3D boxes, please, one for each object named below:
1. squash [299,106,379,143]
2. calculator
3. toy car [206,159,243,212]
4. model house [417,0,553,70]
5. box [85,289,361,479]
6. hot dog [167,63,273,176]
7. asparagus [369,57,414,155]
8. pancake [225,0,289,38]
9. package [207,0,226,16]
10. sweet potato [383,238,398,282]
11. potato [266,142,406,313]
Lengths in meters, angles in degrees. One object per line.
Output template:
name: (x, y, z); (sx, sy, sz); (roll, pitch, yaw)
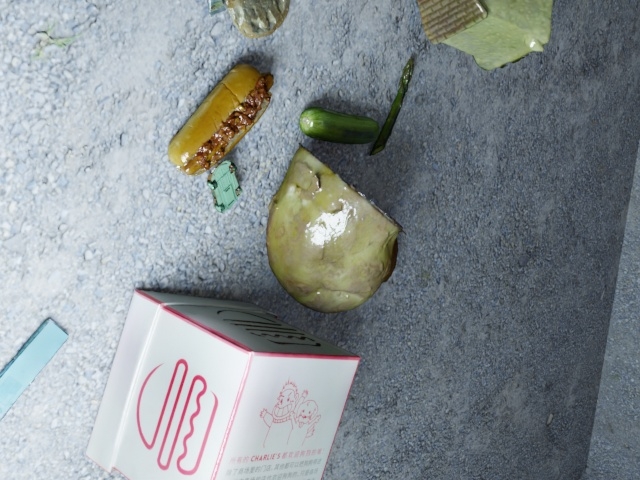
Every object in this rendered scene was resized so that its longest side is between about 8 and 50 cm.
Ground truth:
squash: (0.040, -0.230, 1.539); (0.229, 0.066, 0.066); (-2, 107, -50)
calculator: (-0.458, 0.201, 1.165); (0.172, 0.018, 0.057); (-54, 140, -20)
toy car: (-0.173, -0.097, 1.337); (0.059, 0.035, 0.122); (-47, 153, -22)
model house: (0.341, -0.560, 1.663); (0.266, 0.261, 0.321); (13, 78, -27)
box: (-0.164, 0.283, 1.323); (0.314, 0.300, 0.312); (14, 95, -52)
hot dog: (-0.160, -0.210, 1.299); (0.249, 0.076, 0.102); (-52, 134, -20)
asparagus: (0.164, -0.292, 1.688); (0.034, 0.027, 0.235); (25, 86, -62)
pancake: (-0.108, -0.424, 1.310); (0.152, 0.025, 0.151); (-25, 125, -42)
package: (-0.179, -0.422, 1.234); (0.037, 0.015, 0.110); (-31, 126, -32)
sweet potato: (0.087, 0.065, 1.691); (0.355, 0.095, 0.106); (-25, 83, -46)
potato: (0.000, 0.000, 1.464); (0.237, 0.289, 0.301); (-50, 172, 2)
